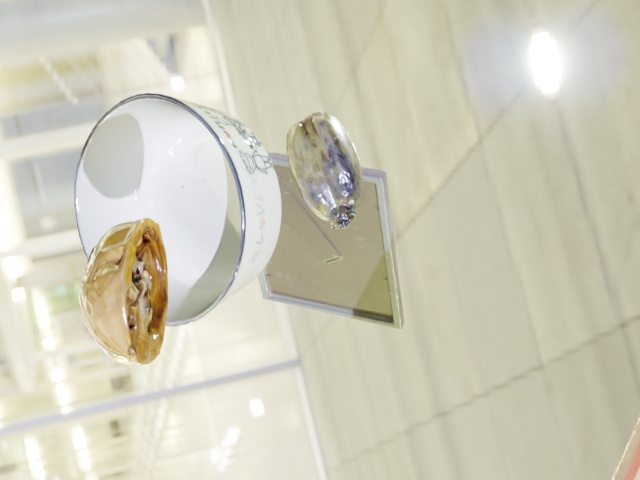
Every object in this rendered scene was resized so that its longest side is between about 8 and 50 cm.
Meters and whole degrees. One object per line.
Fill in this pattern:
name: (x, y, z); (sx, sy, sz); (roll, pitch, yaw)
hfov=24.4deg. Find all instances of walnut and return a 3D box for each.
walnut: (-0.148, 0.039, 1.085); (0.091, 0.052, 0.121); (70, -160, -46)

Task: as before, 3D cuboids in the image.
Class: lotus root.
lotus root: (0.005, -0.053, 1.151); (0.049, 0.054, 0.099); (39, -149, -73)

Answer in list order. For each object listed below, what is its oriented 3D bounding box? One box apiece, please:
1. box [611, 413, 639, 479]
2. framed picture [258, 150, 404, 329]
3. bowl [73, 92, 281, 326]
box: (0.267, 0.216, 1.036); (0.089, 0.197, 0.313); (37, 125, 33)
framed picture: (0.000, 0.000, 1.685); (0.250, 0.184, 0.016); (79, -151, -44)
bowl: (-0.133, -0.037, 1.534); (0.237, 0.126, 0.238); (6, 101, 35)
